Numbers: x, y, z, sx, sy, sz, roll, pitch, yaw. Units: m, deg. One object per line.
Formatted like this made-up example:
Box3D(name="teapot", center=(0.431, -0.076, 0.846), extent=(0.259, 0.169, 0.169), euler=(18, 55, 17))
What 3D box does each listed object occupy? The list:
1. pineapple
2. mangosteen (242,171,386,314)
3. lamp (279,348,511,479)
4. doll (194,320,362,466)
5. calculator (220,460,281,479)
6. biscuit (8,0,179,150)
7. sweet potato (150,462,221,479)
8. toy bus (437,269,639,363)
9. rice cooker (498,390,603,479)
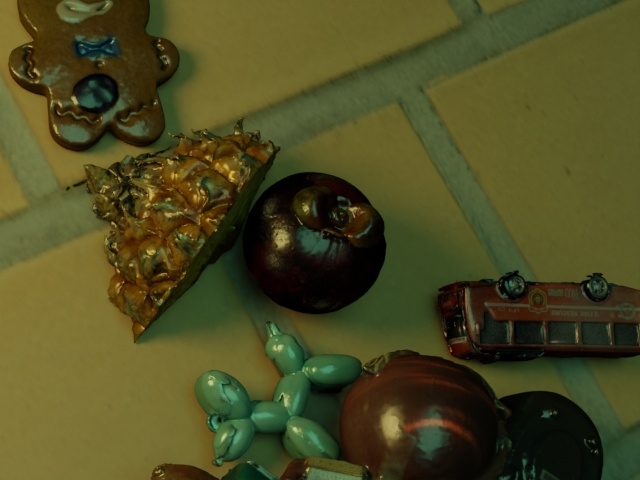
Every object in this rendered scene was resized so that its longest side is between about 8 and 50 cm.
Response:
Box3D(name="pineapple", center=(-0.148, -0.054, 1.277), extent=(0.164, 0.140, 0.250), euler=(44, 66, 1))
Box3D(name="mangosteen", center=(0.000, 0.000, 1.297), extent=(0.152, 0.152, 0.153), euler=(7, 69, -18))
Box3D(name="lamp", center=(0.075, 0.188, 1.204), extent=(0.215, 0.151, 0.223), euler=(9, 28, 0))
Box3D(name="doll", center=(-0.047, 0.163, 1.275), extent=(0.158, 0.059, 0.159), euler=(27, 65, -11))
Box3D(name="calculator", center=(-0.049, 0.353, 1.120), extent=(0.248, 0.058, 0.274), euler=(38, 104, -8))
Box3D(name="biscuit", center=(-0.240, -0.206, 1.354), extent=(0.179, 0.039, 0.236), euler=(-9, 73, -21))
Box3D(name="sweet potato", center=(-0.018, 0.340, 1.199), extent=(0.385, 0.109, 0.109), euler=(43, 62, -10))
Box3D(name="toy bus", center=(0.243, 0.084, 1.405), extent=(0.234, 0.073, 0.097), euler=(1, 78, -21))
Box3D(name="rice cooker", center=(0.204, 0.244, 1.302), extent=(0.142, 0.118, 0.203), euler=(34, 60, -11))
